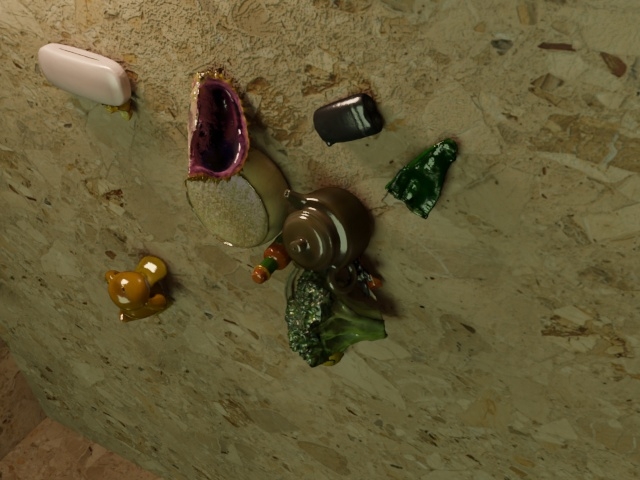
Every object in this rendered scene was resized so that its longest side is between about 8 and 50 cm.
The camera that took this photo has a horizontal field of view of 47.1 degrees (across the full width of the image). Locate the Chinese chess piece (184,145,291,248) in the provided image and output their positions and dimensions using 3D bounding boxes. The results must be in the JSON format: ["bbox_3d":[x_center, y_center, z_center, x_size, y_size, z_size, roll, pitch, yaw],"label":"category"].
[{"bbox_3d":[-0.201,-0.108,1.792,0.270,0.112,0.270,22,136,23],"label":"Chinese chess piece"}]

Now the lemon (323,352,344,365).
[{"bbox_3d":[0.009,0.300,2.018,0.110,0.082,0.082,21,137,15],"label":"lemon"}]

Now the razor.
[{"bbox_3d":[0.051,-0.244,1.496,0.148,0.054,0.090,-8,116,43],"label":"razor"}]

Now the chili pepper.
[{"bbox_3d":[0.211,-0.124,1.469,0.108,0.062,0.216,36,141,-2],"label":"chili pepper"}]

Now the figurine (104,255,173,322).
[{"bbox_3d":[-0.568,0.162,2.288,0.215,0.215,0.228,35,143,10],"label":"figurine"}]

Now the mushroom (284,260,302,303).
[{"bbox_3d":[-0.065,0.141,1.971,0.068,0.043,0.306,49,151,34],"label":"mushroom"}]

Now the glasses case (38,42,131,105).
[{"bbox_3d":[-0.603,-0.424,1.873,0.296,0.075,0.113,21,136,24],"label":"glasses case"}]

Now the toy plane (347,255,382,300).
[{"bbox_3d":[0.082,0.057,1.743,0.188,0.062,0.135,59,164,-15],"label":"toy plane"}]

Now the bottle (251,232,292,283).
[{"bbox_3d":[-0.102,0.037,1.782,0.069,0.187,0.069,21,137,21],"label":"bottle"}]

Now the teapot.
[{"bbox_3d":[0.000,0.000,1.636,0.185,0.175,0.268,-23,95,44],"label":"teapot"}]

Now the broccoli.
[{"bbox_3d":[0.036,0.176,1.776,0.288,0.245,0.248,-133,40,-79],"label":"broccoli"}]

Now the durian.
[{"bbox_3d":[-0.249,-0.243,1.649,0.153,0.261,0.186,14,174,-37],"label":"durian"}]

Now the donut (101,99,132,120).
[{"bbox_3d":[-0.521,-0.337,1.895,0.083,0.067,0.038,-9,145,7],"label":"donut"}]
